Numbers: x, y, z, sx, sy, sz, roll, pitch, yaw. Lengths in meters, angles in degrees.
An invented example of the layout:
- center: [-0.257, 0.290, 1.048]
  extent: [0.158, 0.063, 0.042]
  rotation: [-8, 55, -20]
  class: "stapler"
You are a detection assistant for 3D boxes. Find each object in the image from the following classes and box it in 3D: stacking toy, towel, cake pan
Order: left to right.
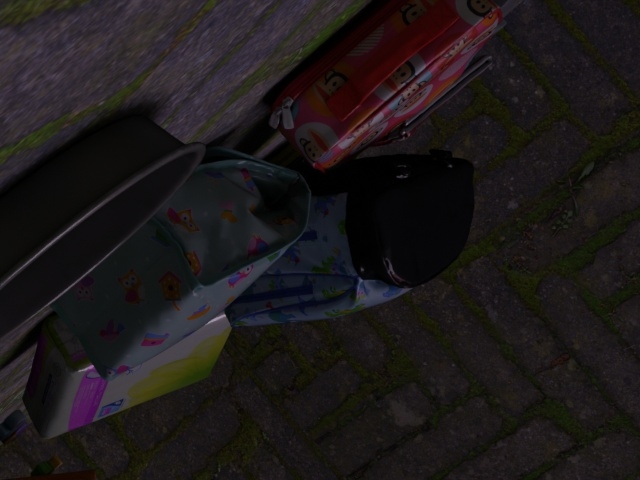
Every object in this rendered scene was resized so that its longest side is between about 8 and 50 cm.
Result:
- center: [-0.424, 0.257, 1.723]
  extent: [0.052, 0.167, 0.221]
  rotation: [-40, 179, -17]
  class: "stacking toy"
- center: [-0.219, 0.000, 1.002]
  extent: [0.293, 0.054, 0.293]
  rotation: [-40, 179, 0]
  class: "cake pan"
- center: [0.118, -0.220, 2.119]
  extent: [0.237, 0.037, 0.329]
  rotation: [-41, -162, -29]
  class: "towel"

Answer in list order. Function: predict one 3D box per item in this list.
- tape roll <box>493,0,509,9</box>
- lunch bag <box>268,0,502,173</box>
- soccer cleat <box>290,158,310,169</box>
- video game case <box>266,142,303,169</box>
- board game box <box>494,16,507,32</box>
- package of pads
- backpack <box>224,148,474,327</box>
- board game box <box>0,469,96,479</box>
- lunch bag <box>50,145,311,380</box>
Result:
- center: [0.321, -0.436, 1.927]
  extent: [0.219, 0.072, 0.219]
  rotation: [-41, 179, -1]
  class: "tape roll"
- center: [0.077, -0.203, 1.471]
  extent: [0.293, 0.120, 0.258]
  rotation: [-40, 179, 4]
  class: "lunch bag"
- center: [-0.083, -0.025, 1.979]
  extent: [0.331, 0.116, 0.143]
  rotation: [-26, 145, -45]
  class: "soccer cleat"
- center: [-0.156, -0.052, 2.142]
  extent: [0.248, 0.035, 0.275]
  rotation: [-40, 180, -22]
  class: "video game case"
- center: [0.120, -0.252, 1.786]
  extent: [0.224, 0.097, 0.303]
  rotation: [-40, 178, 30]
  class: "board game box"
- center: [-0.276, 0.158, 1.830]
  extent: [0.296, 0.101, 0.229]
  rotation: [-20, 154, -33]
  class: "package of pads"
- center: [0.000, 0.000, 1.711]
  extent: [0.355, 0.273, 0.290]
  rotation: [7, -164, 30]
  class: "backpack"
- center: [-0.485, 0.518, 1.603]
  extent: [0.356, 0.356, 0.356]
  rotation: [-1, 160, -26]
  class: "board game box"
- center: [-0.150, 0.013, 1.437]
  extent: [0.223, 0.160, 0.262]
  rotation: [-42, 173, 38]
  class: "lunch bag"
